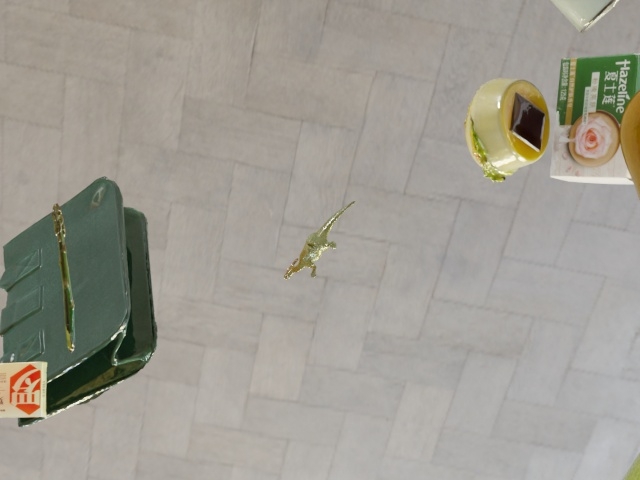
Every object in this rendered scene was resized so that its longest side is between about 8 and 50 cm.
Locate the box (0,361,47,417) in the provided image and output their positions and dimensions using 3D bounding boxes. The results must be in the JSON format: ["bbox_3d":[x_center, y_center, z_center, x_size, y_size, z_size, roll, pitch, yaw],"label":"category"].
[{"bbox_3d":[-0.335,0.159,0.978,0.093,0.015,0.058,-4,82,12],"label":"box"}]

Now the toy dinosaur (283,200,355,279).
[{"bbox_3d":[0.001,0.002,0.991,0.026,0.041,0.113,38,98,-22],"label":"toy dinosaur"}]

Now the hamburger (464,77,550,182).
[{"bbox_3d":[0.245,-0.147,1.236,0.126,0.081,0.141,4,84,-42],"label":"hamburger"}]

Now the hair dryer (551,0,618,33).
[{"bbox_3d":[0.321,-0.347,0.964,0.131,0.073,0.236,48,114,2],"label":"hair dryer"}]

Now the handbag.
[{"bbox_3d":[-0.351,0.081,1.312,0.238,0.326,0.089,-29,134,12],"label":"handbag"}]

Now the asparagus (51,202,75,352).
[{"bbox_3d":[-0.280,0.042,1.011,0.016,0.013,0.166,-4,97,-7],"label":"asparagus"}]

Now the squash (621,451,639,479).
[{"bbox_3d":[0.251,0.232,0.640,0.132,0.132,0.247,27,94,-12],"label":"squash"}]

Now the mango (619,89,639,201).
[{"bbox_3d":[0.514,-0.106,1.263,0.175,0.139,0.254,-19,86,12],"label":"mango"}]

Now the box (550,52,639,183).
[{"bbox_3d":[0.446,-0.189,1.456,0.135,0.081,0.199,5,92,45],"label":"box"}]
